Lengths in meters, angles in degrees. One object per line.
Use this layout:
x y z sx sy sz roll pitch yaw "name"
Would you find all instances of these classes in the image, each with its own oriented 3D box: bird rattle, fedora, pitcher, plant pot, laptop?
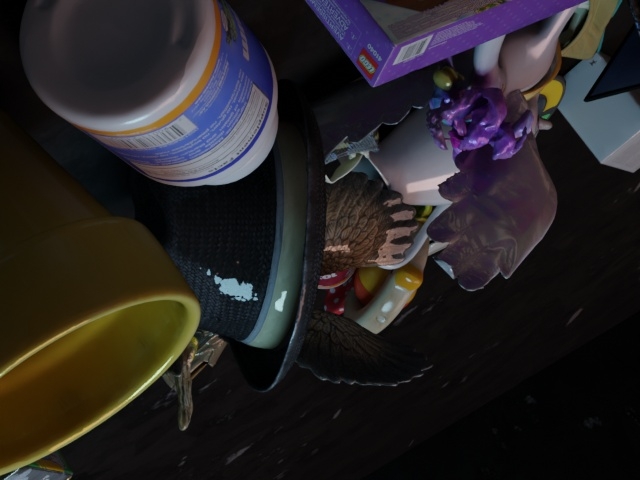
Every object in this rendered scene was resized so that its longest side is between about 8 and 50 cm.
0.076 0.033 2.070 0.253 0.143 0.207 -40 -159 33 "bird rattle"
-0.105 -0.009 1.536 0.152 0.334 0.334 4 149 -15 "fedora"
0.130 -0.072 1.912 0.207 0.125 0.178 -23 120 -28 "pitcher"
-0.261 0.028 1.297 0.254 0.239 0.254 -31 162 -11 "plant pot"
0.388 -0.308 1.876 0.234 0.136 0.264 -56 143 -16 "laptop"

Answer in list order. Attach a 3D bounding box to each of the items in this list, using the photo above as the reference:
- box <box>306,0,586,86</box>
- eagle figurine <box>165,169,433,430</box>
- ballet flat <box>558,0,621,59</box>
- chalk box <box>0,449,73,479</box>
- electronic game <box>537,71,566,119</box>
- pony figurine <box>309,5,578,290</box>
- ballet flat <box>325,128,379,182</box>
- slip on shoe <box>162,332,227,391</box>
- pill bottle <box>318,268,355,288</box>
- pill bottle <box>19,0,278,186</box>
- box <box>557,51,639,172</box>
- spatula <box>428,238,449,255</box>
0.103 -0.255 1.302 0.293 0.201 0.057 -24 159 -32 "box"
-0.042 0.061 1.807 0.298 0.226 0.225 -13 -162 25 "eagle figurine"
0.302 -0.273 1.858 0.073 0.080 0.232 -3 155 -3 "ballet flat"
-0.383 0.249 1.840 0.132 0.132 0.213 -37 164 2 "chalk box"
0.222 -0.141 2.087 0.229 0.048 0.229 -32 163 -11 "electronic game"
0.162 -0.157 1.638 0.351 0.303 0.363 -34 150 -36 "pony figurine"
-0.009 -0.084 1.753 0.188 0.070 0.070 -27 161 -22 "ballet flat"
-0.152 0.151 2.164 0.135 0.041 0.051 -33 163 -7 "slip on shoe"
0.000 0.000 1.978 0.086 0.086 0.152 -34 162 -6 "pill bottle"
-0.121 -0.129 1.296 0.152 0.152 0.272 -37 164 4 "pill bottle"
0.400 -0.174 2.199 0.091 0.130 0.170 -41 162 19 "box"
0.154 -0.005 2.379 0.242 0.019 0.168 -21 163 -36 "spatula"
